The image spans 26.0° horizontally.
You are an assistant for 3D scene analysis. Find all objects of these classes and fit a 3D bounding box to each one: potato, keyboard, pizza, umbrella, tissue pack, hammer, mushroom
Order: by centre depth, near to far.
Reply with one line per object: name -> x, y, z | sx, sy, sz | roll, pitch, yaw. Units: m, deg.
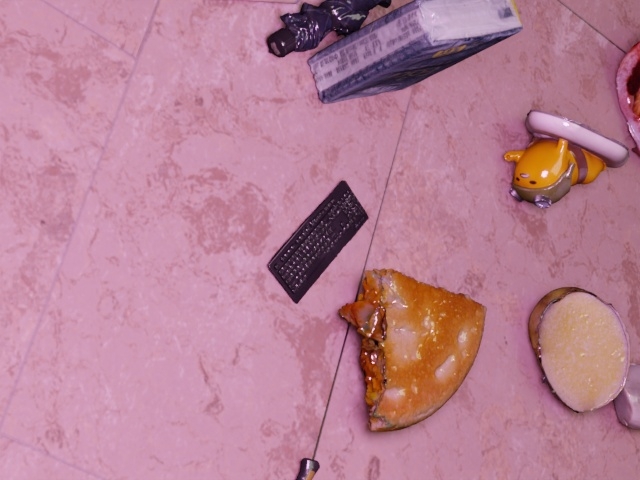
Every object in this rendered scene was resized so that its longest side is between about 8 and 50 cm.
hammer -> -0.048, 0.371, 1.794 | 0.078, 0.021, 0.201 | 43, 57, -22
keyboard -> 0.001, 0.000, 1.932 | 0.074, 0.015, 0.196 | 53, 54, -16
pizza -> 0.115, 0.133, 1.943 | 0.289, 0.081, 0.228 | -46, 114, -37
tissue pack -> 0.129, -0.276, 1.947 | 0.185, 0.257, 0.081 | -14, 85, -38
umbrella -> 0.013, -0.317, 1.994 | 0.224, 0.080, 0.071 | -36, 136, -35
potato -> 0.390, 0.167, 2.154 | 0.164, 0.081, 0.200 | -28, 103, -15
mushroom -> 0.551, 0.249, 2.251 | 0.225, 0.093, 0.116 | 2, 57, -33

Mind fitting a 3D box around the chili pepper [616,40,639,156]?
chili pepper -> 0.689, -0.268, 2.408 | 0.305, 0.229, 0.251 | -14, 71, -39

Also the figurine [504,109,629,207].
figurine -> 0.391, -0.108, 2.205 | 0.250, 0.166, 0.141 | 19, 90, -47

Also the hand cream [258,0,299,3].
hand cream -> -0.088, -0.360, 1.943 | 0.143, 0.039, 0.061 | 1, 80, -33
